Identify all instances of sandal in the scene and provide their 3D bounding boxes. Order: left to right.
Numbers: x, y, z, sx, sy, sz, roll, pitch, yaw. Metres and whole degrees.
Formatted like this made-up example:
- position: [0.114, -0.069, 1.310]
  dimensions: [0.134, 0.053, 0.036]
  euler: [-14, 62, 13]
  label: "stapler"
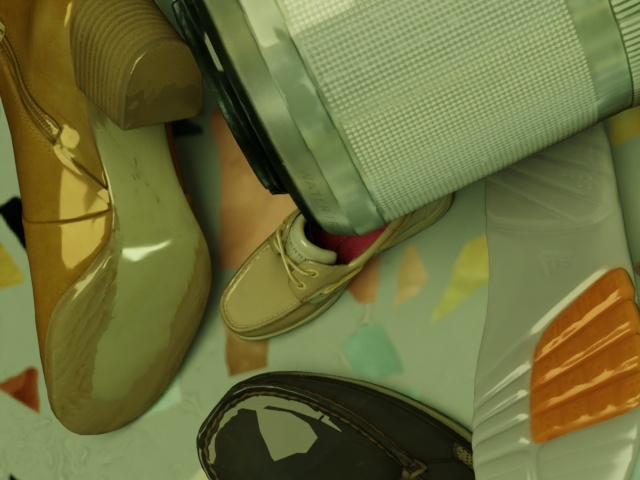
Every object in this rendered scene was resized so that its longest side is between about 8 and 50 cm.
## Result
- position: [0.146, 0.043, 0.855]
  dimensions: [0.102, 0.076, 0.265]
  euler: [-13, 58, 31]
  label: "sandal"

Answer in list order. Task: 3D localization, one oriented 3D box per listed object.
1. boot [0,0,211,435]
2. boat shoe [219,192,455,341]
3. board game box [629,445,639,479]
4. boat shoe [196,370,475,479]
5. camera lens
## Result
- position: [-0.156, -0.047, 0.978]
  dimensions: [0.211, 0.104, 0.295]
  euler: [44, 132, 45]
  label: "boot"
- position: [0.000, 0.000, 0.923]
  dimensions: [0.170, 0.059, 0.063]
  euler: [-39, 71, 14]
  label: "boat shoe"
- position: [0.252, 0.070, 0.765]
  dimensions: [0.142, 0.144, 0.275]
  euler: [16, 90, 24]
  label: "board game box"
- position: [0.069, 0.184, 0.837]
  dimensions: [0.355, 0.130, 0.132]
  euler: [32, 97, 22]
  label: "boat shoe"
- position: [0.067, -0.145, 0.803]
  dimensions: [0.274, 0.219, 0.219]
  euler: [-26, 75, 4]
  label: "camera lens"
